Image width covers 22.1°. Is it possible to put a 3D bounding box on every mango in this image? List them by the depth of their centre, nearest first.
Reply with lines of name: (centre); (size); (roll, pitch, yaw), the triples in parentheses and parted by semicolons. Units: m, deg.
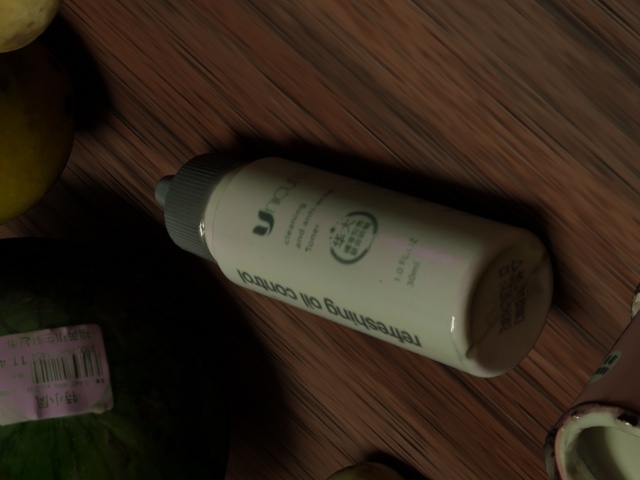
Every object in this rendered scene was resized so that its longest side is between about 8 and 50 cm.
mango: (-0.321, -0.113, 1.248); (0.329, 0.176, 0.175); (28, 130, 41)

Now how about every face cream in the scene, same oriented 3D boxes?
face cream: (0.000, 0.000, 1.034); (0.311, 0.092, 0.092); (20, 142, 43)

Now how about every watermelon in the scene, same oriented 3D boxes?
watermelon: (-0.242, 0.165, 1.324); (0.363, 0.363, 0.363); (34, 150, 23)

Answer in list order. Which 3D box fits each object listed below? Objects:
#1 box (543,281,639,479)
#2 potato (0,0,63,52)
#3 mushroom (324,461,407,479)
box: (0.199, 0.094, 0.828); (0.151, 0.135, 0.151); (34, 151, 22)
potato: (-0.232, -0.233, 1.035); (0.161, 0.128, 0.235); (-15, 111, 42)
mushroom: (0.040, 0.243, 1.267); (0.148, 0.148, 0.112); (42, -169, 11)
